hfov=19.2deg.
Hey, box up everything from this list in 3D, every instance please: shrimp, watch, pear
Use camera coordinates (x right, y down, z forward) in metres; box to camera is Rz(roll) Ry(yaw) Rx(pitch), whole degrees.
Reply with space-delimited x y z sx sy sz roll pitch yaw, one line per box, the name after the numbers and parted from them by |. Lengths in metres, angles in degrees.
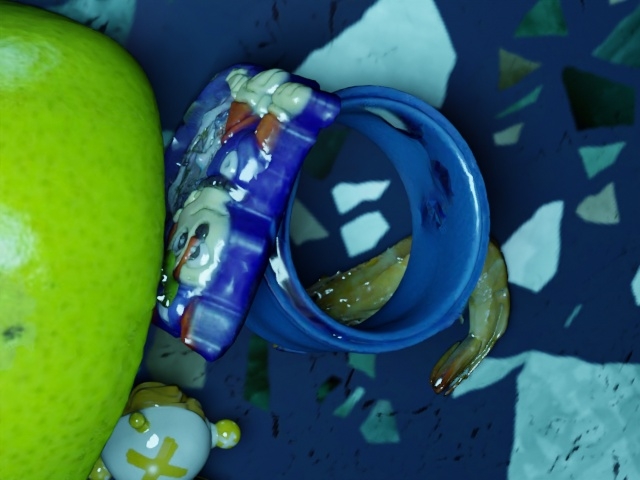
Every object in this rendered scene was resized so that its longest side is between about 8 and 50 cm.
0.053 0.061 1.303 0.178 0.034 0.124 -28 117 -16 | shrimp
0.000 -0.007 1.186 0.200 0.171 0.196 22 88 -23 | watch
-0.273 0.019 1.084 0.318 0.238 0.342 15 104 -29 | pear

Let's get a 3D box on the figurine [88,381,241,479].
-0.107 0.158 1.276 0.101 0.068 0.143 4 124 -10 | figurine
